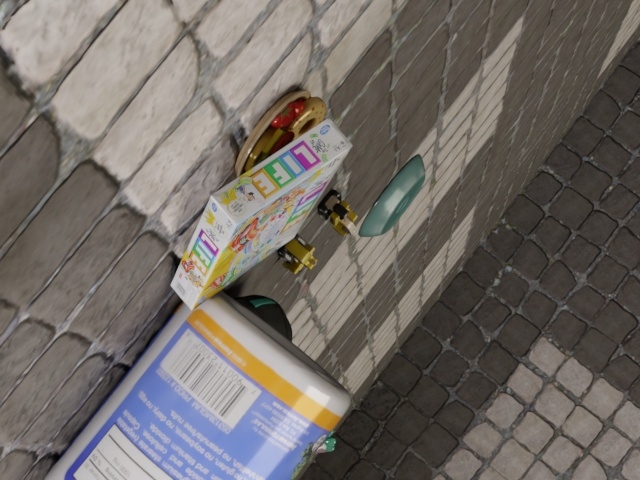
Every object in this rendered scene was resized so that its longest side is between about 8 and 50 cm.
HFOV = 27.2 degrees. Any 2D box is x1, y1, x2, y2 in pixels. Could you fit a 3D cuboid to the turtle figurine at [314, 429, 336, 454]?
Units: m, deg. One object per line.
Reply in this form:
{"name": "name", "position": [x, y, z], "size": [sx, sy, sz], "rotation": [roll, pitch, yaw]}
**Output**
{"name": "turtle figurine", "position": [-0.063, 0.274, 1.724], "size": [0.234, 0.118, 0.175], "rotation": [-38, 122, -61]}

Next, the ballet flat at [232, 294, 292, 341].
{"name": "ballet flat", "position": [-0.123, 0.165, 1.138], "size": [0.280, 0.095, 0.096], "rotation": [-62, 162, -7]}

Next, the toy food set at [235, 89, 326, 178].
{"name": "toy food set", "position": [-0.030, -0.068, 0.913], "size": [0.082, 0.020, 0.083], "rotation": [-54, 171, 7]}

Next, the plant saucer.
{"name": "plant saucer", "position": [0.090, -0.047, 1.553], "size": [0.119, 0.021, 0.119], "rotation": [-50, 171, -12]}

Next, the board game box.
{"name": "board game box", "position": [-0.044, -0.015, 0.911], "size": [0.103, 0.026, 0.154], "rotation": [-36, 171, -26]}

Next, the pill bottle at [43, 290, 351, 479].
{"name": "pill bottle", "position": [-0.115, 0.181, 1.005], "size": [0.272, 0.152, 0.152], "rotation": [-52, 170, -1]}

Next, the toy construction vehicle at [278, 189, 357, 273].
{"name": "toy construction vehicle", "position": [0.000, 0.000, 1.254], "size": [0.086, 0.035, 0.098], "rotation": [-51, 170, -11]}
